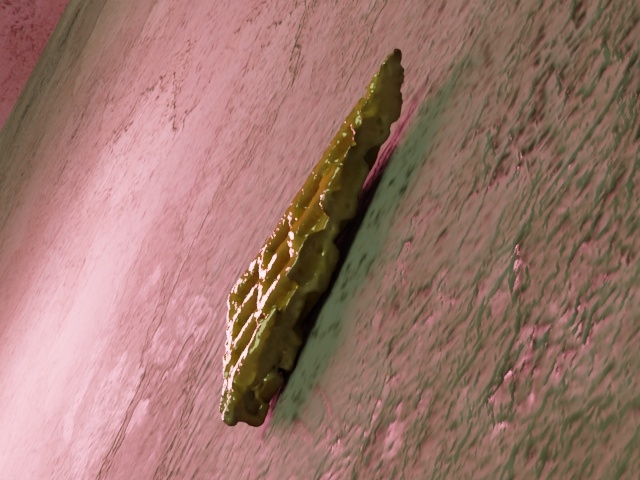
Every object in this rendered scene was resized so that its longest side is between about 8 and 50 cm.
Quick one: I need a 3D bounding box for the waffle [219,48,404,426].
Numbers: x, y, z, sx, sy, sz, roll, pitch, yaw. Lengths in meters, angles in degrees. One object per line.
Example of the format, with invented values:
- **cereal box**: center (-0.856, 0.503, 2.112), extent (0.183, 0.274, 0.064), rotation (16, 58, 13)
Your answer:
- **waffle**: center (0.000, 0.000, 0.963), extent (0.191, 0.032, 0.125), rotation (-57, 15, 30)
